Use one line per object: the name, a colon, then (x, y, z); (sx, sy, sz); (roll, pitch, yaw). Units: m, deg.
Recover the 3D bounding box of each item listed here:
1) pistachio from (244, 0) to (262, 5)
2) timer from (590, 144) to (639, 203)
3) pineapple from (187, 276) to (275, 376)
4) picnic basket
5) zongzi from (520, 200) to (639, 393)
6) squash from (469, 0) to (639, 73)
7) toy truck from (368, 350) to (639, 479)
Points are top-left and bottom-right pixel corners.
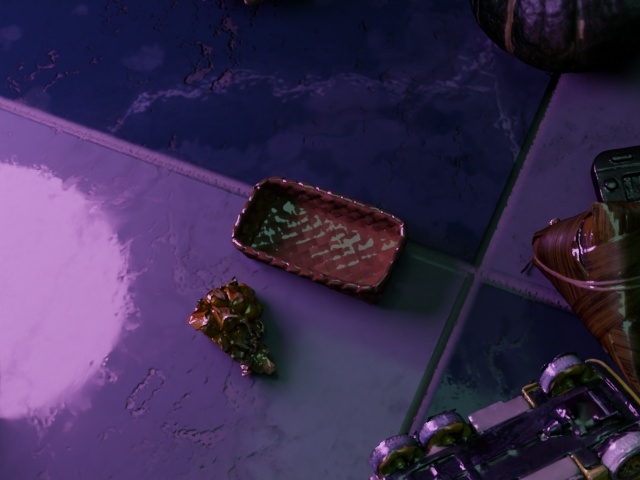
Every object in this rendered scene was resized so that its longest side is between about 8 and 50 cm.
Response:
pistachio: (-0.094, -0.419, 1.210); (0.157, 0.157, 0.229); (13, 78, 14)
timer: (0.386, -0.019, 0.999); (0.144, 0.055, 0.187); (-9, 66, 5)
pineapple: (-0.095, 0.108, 0.997); (0.077, 0.114, 0.114); (-42, 79, 26)
picnic basket: (0.000, 0.000, 1.036); (0.193, 0.055, 0.110); (21, 68, 16)
zongzi: (0.274, 0.062, 0.928); (0.084, 0.187, 0.184); (-2, 83, -10)
squash: (0.305, -0.321, 1.098); (0.252, 0.165, 0.252); (-3, 60, 6)
toy truck: (0.174, 0.231, 0.844); (0.272, 0.157, 0.124); (-22, 46, -13)
